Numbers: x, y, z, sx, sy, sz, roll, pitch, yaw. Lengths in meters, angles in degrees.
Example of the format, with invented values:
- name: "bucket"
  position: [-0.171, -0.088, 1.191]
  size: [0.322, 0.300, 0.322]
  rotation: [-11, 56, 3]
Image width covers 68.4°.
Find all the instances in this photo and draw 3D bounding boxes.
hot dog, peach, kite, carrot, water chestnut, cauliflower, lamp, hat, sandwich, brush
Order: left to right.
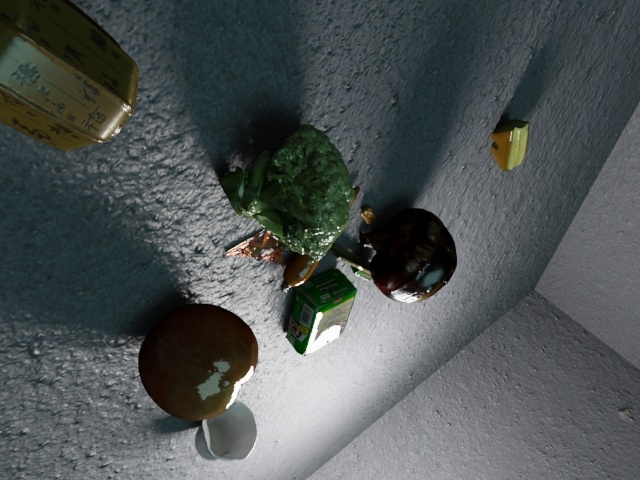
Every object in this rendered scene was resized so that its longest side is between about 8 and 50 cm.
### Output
- name: "lamp"
  position: [-0.314, -0.198, 0.532]
  size: [0.161, 0.161, 0.185]
  rotation: [-50, 149, 7]
- name: "peach"
  position: [-0.267, 0.256, 1.025]
  size: [0.252, 0.252, 0.252]
  rotation: [-30, 145, -24]
- name: "hat"
  position: [-0.302, 0.593, 1.436]
  size: [0.203, 0.203, 0.126]
  rotation: [0, 145, -49]
- name: "kite"
  position: [-0.124, 0.001, 1.109]
  size: [0.125, 0.008, 0.222]
  rotation: [-55, 147, 13]
- name: "cauliflower"
  position: [-0.067, -0.087, 0.896]
  size: [0.250, 0.272, 0.275]
  rotation: [0, 117, -10]
- name: "carrot"
  position: [0.000, 0.000, 1.202]
  size: [0.336, 0.069, 0.069]
  rotation: [-53, 148, 6]
- name: "brush"
  position: [0.100, 0.069, 1.405]
  size: [0.048, 0.054, 0.282]
  rotation: [-33, 151, 17]
- name: "hot dog"
  position: [0.132, -0.072, 1.313]
  size: [0.037, 0.021, 0.083]
  rotation: [-35, 149, 1]
- name: "water chestnut"
  position: [0.247, 0.033, 1.385]
  size: [0.300, 0.300, 0.300]
  rotation: [-30, 145, -24]
- name: "sandwich"
  position: [0.616, -0.321, 1.541]
  size: [0.090, 0.088, 0.244]
  rotation: [-35, 151, -1]

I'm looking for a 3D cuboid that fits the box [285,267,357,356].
- name: "box"
  position: [-0.002, 0.217, 1.407]
  size: [0.180, 0.103, 0.250]
  rotation: [-21, 142, -34]
